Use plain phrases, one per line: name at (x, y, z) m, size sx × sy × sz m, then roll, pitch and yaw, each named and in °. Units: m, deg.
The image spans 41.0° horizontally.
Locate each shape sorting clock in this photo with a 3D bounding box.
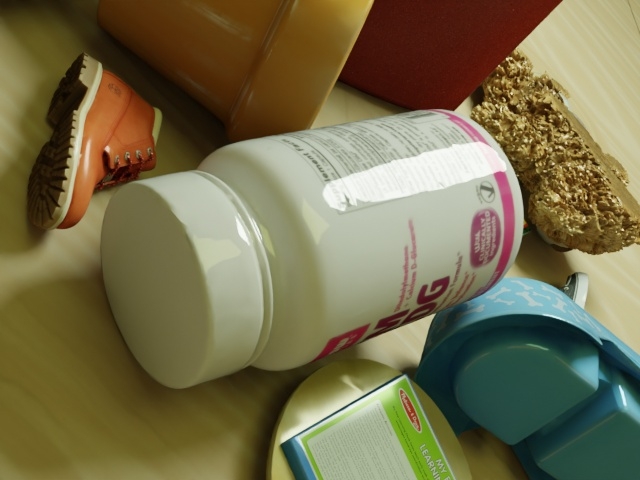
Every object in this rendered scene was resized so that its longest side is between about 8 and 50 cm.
shape sorting clock at (0.043, 0.189, 0.633) m, size 0.206 × 0.040 × 0.206 m, roll 18°, pitch 58°, yaw -32°

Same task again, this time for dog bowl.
dog bowl at (0.211, 0.143, 0.753) m, size 0.297 × 0.166 × 0.074 m, roll 37°, pitch 29°, yaw -19°

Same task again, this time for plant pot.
plant pot at (-0.071, -0.191, 0.705) m, size 0.188 × 0.205 × 0.205 m, roll 25°, pitch 44°, yaw -9°
plant pot at (0.070, -0.313, 0.891) m, size 0.236 × 0.267 × 0.267 m, roll -1°, pitch 62°, yaw -33°

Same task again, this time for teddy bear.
teddy bear at (0.282, -0.110, 1.075) m, size 0.245 × 0.113 × 0.338 m, roll 5°, pitch 50°, yaw -52°

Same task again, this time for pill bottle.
pill bottle at (0.000, 0.000, 0.619) m, size 0.283 × 0.160 × 0.160 m, roll -16°, pitch 73°, yaw -38°

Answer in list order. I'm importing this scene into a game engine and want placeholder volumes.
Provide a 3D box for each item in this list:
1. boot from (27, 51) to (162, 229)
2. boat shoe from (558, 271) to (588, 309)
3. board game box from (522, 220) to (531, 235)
boot at (-0.155, -0.060, 0.613) m, size 0.085 × 0.059 × 0.158 m, roll 33°, pitch 41°, yaw -31°
boat shoe at (0.271, 0.074, 0.952) m, size 0.040 × 0.049 × 0.142 m, roll 15°, pitch 32°, yaw 14°
board game box at (0.125, -0.033, 0.900) m, size 0.260 × 0.030 × 0.136 m, roll -22°, pitch 80°, yaw -51°
